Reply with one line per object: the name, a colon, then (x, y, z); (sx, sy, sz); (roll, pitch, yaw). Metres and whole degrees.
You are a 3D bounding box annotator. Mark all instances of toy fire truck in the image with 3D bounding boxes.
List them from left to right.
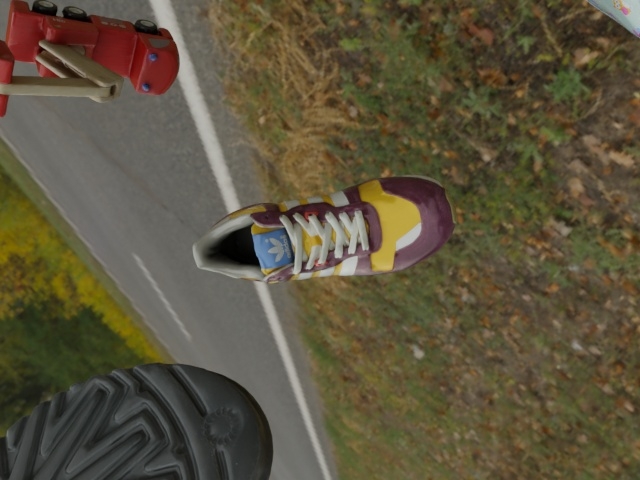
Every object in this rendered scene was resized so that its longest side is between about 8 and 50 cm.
toy fire truck: (-0.198, -0.142, 0.633); (0.135, 0.192, 0.047); (58, 134, 46)

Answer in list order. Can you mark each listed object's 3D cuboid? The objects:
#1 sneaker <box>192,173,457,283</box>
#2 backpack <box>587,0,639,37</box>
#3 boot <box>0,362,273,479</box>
sneaker: (0.000, 0.000, 0.543); (0.185, 0.084, 0.069); (-11, 96, 33)
backpack: (0.332, -0.315, 0.819); (0.166, 0.144, 0.188); (44, -164, -46)
boot: (-0.134, 0.267, 0.702); (0.146, 0.367, 0.445); (62, -173, 27)
